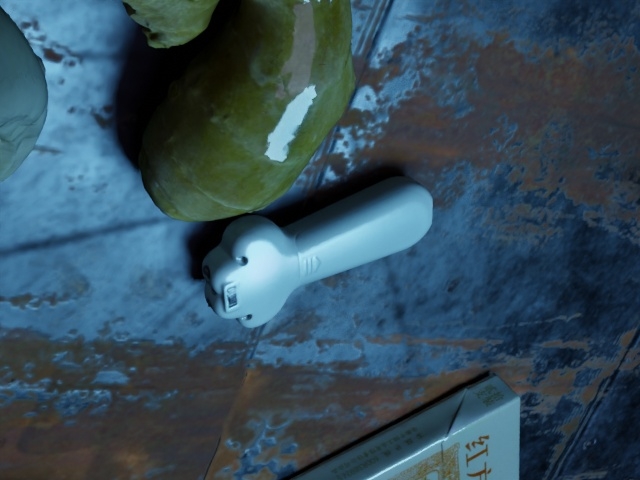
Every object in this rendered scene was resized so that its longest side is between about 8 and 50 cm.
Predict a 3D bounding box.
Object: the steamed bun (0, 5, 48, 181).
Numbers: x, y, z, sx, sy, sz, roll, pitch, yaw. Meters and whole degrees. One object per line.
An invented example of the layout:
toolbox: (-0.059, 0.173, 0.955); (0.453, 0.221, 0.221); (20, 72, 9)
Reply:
steamed bun: (-0.300, -0.071, 0.431); (0.324, 0.310, 0.219); (-22, 95, 4)

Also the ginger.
ginger: (-0.048, -0.193, 0.621); (0.348, 0.122, 0.363); (-40, 126, 7)

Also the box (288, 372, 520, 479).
box: (0.038, 0.286, 1.073); (0.365, 0.051, 0.204); (-25, 131, -20)

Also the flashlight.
flashlight: (0.000, 0.000, 0.846); (0.200, 0.047, 0.093); (-23, 132, -25)
